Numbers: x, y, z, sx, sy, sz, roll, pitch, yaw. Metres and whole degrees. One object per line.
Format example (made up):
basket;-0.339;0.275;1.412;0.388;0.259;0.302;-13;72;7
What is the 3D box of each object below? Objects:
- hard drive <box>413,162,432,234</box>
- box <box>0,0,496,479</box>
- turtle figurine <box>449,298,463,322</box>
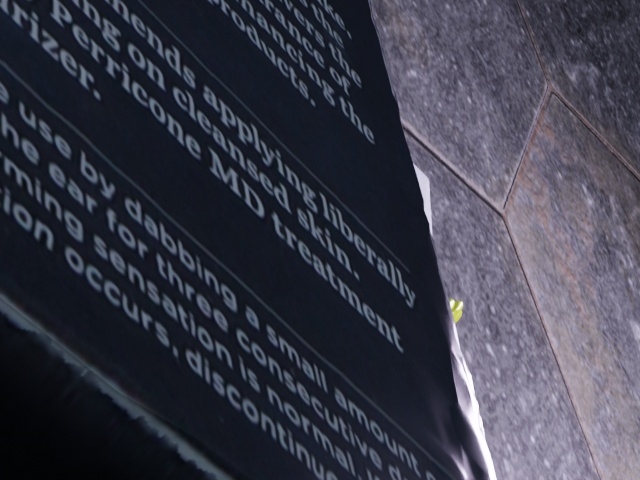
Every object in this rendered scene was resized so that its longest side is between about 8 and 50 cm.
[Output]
hard drive;-0.033;-0.081;1.332;0.307;0.040;0.203;44;25;-26
box;-0.236;0.012;0.569;0.297;0.480;0.472;45;21;-34
turtle figurine;0.000;0.000;1.504;0.217;0.087;0.269;43;-5;34
